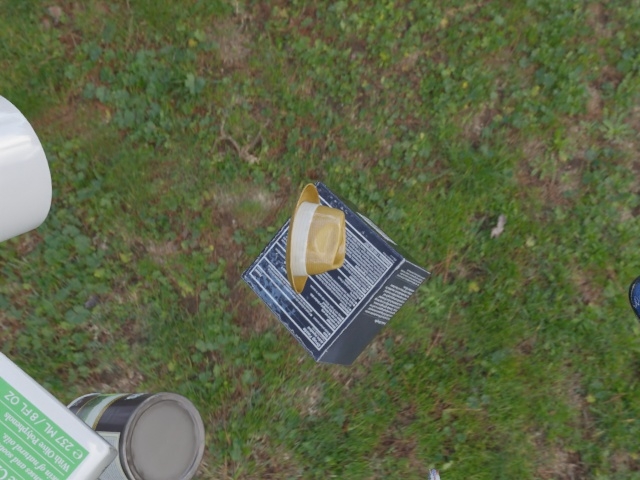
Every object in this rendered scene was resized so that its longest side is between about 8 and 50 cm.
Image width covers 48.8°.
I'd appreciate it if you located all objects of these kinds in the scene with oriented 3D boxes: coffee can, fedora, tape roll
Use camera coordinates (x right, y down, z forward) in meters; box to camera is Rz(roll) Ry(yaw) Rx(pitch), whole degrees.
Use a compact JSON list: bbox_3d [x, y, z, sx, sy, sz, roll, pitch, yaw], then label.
[{"bbox_3d":[-0.411,0.426,1.502,0.202,0.275,0.201,15,70,-47],"label":"coffee can"},{"bbox_3d":[0.000,0.000,1.178,0.079,0.194,0.194,6,70,13],"label":"fedora"},{"bbox_3d":[-0.573,-0.102,1.114,0.246,0.246,0.169,45,39,9],"label":"tape roll"}]

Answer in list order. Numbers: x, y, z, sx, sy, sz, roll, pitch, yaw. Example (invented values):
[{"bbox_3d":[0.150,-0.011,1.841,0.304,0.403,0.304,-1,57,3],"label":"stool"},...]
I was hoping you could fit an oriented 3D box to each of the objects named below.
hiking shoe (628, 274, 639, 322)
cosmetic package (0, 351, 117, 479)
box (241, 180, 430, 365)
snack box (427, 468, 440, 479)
[{"bbox_3d":[0.493,0.110,0.848,0.113,0.132,0.304,-48,38,3],"label":"hiking shoe"},{"bbox_3d":[-0.401,0.296,0.700,0.197,0.155,0.365,38,68,2],"label":"cosmetic package"},{"bbox_3d":[0.031,0.079,1.614,0.294,0.183,0.296,-49,60,8],"label":"box"},{"bbox_3d":[0.225,0.577,1.479,0.022,0.064,0.178,9,94,6],"label":"snack box"}]
